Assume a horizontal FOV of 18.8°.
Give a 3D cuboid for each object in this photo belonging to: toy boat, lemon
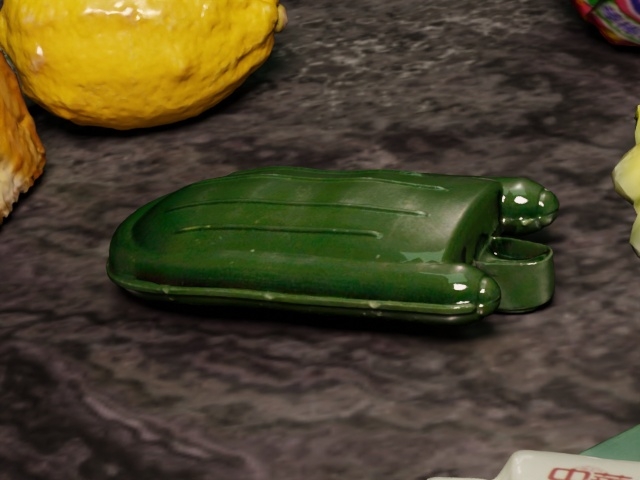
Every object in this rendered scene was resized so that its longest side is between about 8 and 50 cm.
[{"bbox_3d":[0.000,0.000,0.831,0.210,0.052,0.104,2,33,26],"label":"toy boat"},{"bbox_3d":[-0.095,-0.115,1.010,0.155,0.114,0.114,-7,28,-3],"label":"lemon"}]

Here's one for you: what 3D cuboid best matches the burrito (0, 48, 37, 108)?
[{"bbox_3d":[-0.182,-0.083,1.052,0.074,0.044,0.118,-25,7,31],"label":"burrito"}]

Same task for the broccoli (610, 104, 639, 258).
[{"bbox_3d":[0.263,-0.017,0.538,0.324,0.272,0.334,-29,-8,6],"label":"broccoli"}]

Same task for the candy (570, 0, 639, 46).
[{"bbox_3d":[0.143,-0.189,1.101,0.124,0.124,0.365,-16,18,-8],"label":"candy"}]

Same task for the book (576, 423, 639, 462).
[{"bbox_3d":[0.106,0.101,0.637,0.135,0.017,0.103,-22,30,-25],"label":"book"}]

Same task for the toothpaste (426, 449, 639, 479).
[{"bbox_3d":[0.147,0.093,0.589,0.233,0.038,0.060,7,38,4],"label":"toothpaste"}]

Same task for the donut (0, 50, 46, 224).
[{"bbox_3d":[-0.208,-0.033,0.896,0.085,0.141,0.217,-10,23,17],"label":"donut"}]
